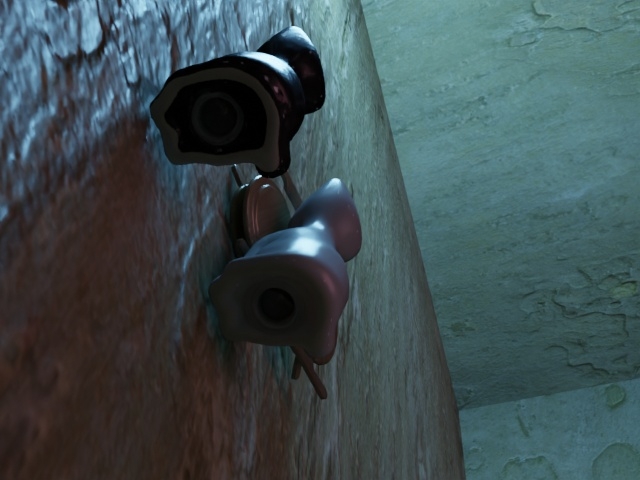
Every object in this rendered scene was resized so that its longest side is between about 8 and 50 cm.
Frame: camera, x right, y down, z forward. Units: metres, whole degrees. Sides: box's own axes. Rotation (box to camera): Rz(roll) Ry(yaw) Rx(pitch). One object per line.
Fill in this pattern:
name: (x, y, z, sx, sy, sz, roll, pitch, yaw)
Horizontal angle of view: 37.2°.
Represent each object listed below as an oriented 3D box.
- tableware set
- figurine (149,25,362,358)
tableware set: (-0.034, 0.029, 0.810, 0.128, 0.039, 0.194, -75, 148, -45)
figurine: (-0.022, -0.046, 0.711, 0.209, 0.092, 0.215, -55, 133, -65)
